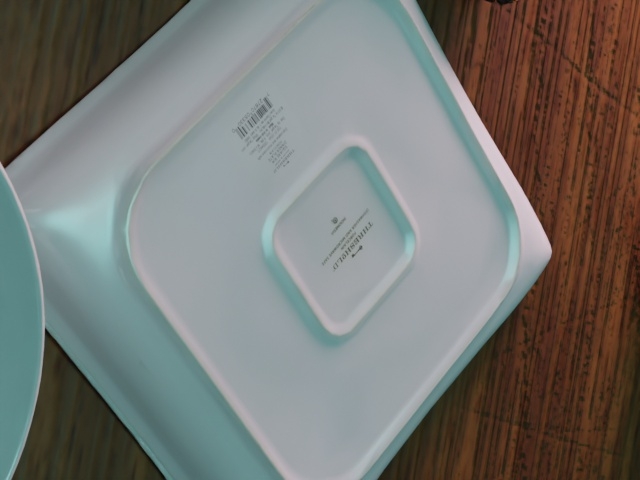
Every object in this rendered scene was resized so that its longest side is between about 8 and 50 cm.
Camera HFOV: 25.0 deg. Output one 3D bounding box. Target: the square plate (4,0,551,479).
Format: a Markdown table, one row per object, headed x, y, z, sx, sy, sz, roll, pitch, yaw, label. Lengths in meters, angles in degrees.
| x | y | z | sx | sy | sz | roll | pitch | yaw | label |
| --- | --- | --- | --- | --- | --- | --- | --- | --- | --- |
| 0.000 | 0.000 | 0.915 | 0.347 | 0.049 | 0.344 | -48 | 123 | -26 | square plate |

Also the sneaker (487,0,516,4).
| x | y | z | sx | sy | sz | roll | pitch | yaw | label |
| --- | --- | --- | --- | --- | --- | --- | --- | --- | --- |
| 0.114 | -0.271 | 0.957 | 0.087 | 0.083 | 0.221 | -43 | 138 | -32 | sneaker |

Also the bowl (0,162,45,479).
| x | y | z | sx | sy | sz | roll | pitch | yaw | label |
| --- | --- | --- | --- | --- | --- | --- | --- | --- | --- |
| -0.276 | 0.046 | 0.615 | 0.298 | 0.134 | 0.298 | -15 | 112 | -41 | bowl |
